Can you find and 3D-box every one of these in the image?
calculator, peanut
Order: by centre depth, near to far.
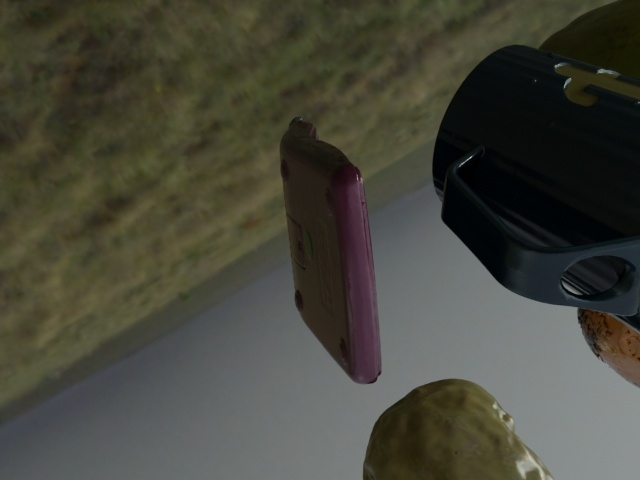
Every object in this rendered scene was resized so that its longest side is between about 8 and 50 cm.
[{"bbox_3d":[0.000,0.000,0.649,0.034,0.127,0.190,-7,-166,-8],"label":"calculator"},{"bbox_3d":[0.125,0.246,0.754,0.152,0.313,0.152,-20,164,-6],"label":"peanut"}]

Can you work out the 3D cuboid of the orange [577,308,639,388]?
[{"bbox_3d":[0.405,0.086,1.205,0.234,0.234,0.182,-30,-150,54],"label":"orange"}]

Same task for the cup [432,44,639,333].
[{"bbox_3d":[0.140,-0.029,0.603,0.176,0.155,0.131,-23,131,-37],"label":"cup"}]

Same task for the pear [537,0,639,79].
[{"bbox_3d":[0.278,-0.083,0.831,0.212,0.269,0.212,-27,136,-30],"label":"pear"}]
